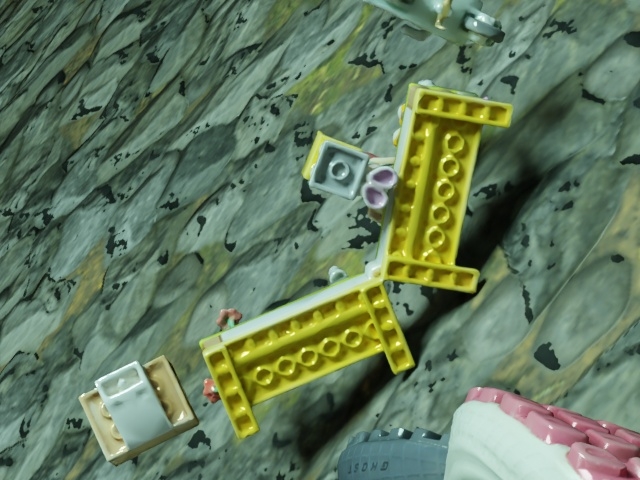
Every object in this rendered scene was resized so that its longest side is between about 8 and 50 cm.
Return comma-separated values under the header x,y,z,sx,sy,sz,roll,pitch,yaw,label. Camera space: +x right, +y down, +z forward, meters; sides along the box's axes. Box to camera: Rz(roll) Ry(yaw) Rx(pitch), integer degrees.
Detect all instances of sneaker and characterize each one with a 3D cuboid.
x,y,z,sx,sy,sz,roll,pitch,yaw,label
0.071,0.123,0.620,0.299,0.121,0.112,137,153,-72,sneaker

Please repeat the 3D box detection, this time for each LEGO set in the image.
x,y,z,sx,sy,sz,roll,pitch,yaw,label
0.000,0.000,0.952,0.287,0.132,0.107,-57,13,6,LEGO set
